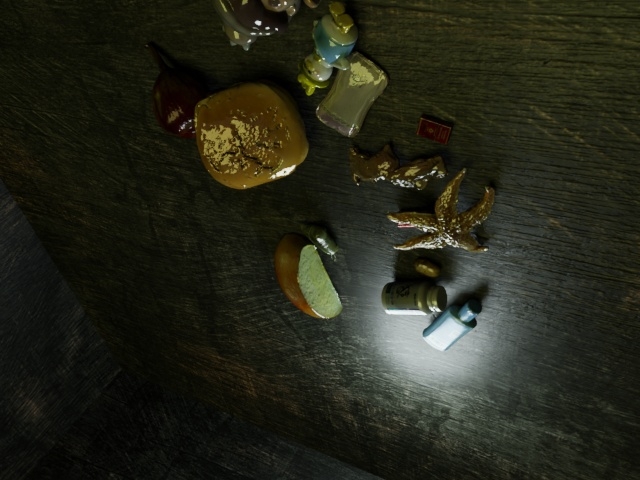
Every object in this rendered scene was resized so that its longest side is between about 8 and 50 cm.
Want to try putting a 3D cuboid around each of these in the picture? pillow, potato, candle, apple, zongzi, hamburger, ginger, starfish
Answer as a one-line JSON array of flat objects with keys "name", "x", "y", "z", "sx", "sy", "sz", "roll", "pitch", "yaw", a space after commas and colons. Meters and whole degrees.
[{"name": "pillow", "x": 0.078, "y": -0.366, "z": 1.357, "sx": 0.131, "sy": 0.038, "sz": 0.232, "roll": 34, "pitch": 138, "yaw": -2}, {"name": "potato", "x": 0.326, "y": 0.083, "z": 1.621, "sx": 0.083, "sy": 0.040, "sz": 0.051, "roll": 24, "pitch": 148, "yaw": 16}, {"name": "candle", "x": 0.261, "y": -0.060, "z": 1.519, "sx": 0.131, "sy": 0.052, "sz": 0.052, "roll": -1, "pitch": 128, "yaw": 36}, {"name": "apple", "x": -0.055, "y": 0.144, "z": 1.884, "sx": 0.179, "sy": 0.254, "sz": 0.346, "roll": -25, "pitch": 120, "yaw": 1}, {"name": "zongzi", "x": 0.000, "y": 0.000, "z": 1.779, "sx": 0.130, "sy": 0.062, "sz": 0.154, "roll": 22, "pitch": 159, "yaw": 48}, {"name": "hamburger", "x": -0.196, "y": -0.294, "z": 1.474, "sx": 0.305, "sy": 0.174, "sz": 0.284, "roll": -17, "pitch": 118, "yaw": 6}, {"name": "ginger", "x": 0.206, "y": -0.196, "z": 1.417, "sx": 0.290, "sy": 0.084, "sz": 0.122, "roll": 10, "pitch": 110, "yaw": 31}, {"name": "starfish", "x": 0.325, "y": -0.047, "z": 1.423, "sx": 0.303, "sy": 0.060, "sz": 0.299, "roll": -14, "pitch": 131, "yaw": 20}]

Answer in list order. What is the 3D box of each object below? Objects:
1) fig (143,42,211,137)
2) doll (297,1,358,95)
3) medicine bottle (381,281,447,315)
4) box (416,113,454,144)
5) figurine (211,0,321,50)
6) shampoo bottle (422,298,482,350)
[{"name": "fig", "x": -0.447, "y": -0.431, "z": 1.561, "sx": 0.290, "sy": 0.190, "sz": 0.190, "roll": 38, "pitch": 140, "yaw": -4}, {"name": "doll", "x": 0.013, "y": -0.451, "z": 1.275, "sx": 0.135, "sy": 0.098, "sz": 0.241, "roll": 36, "pitch": 139, "yaw": -6}, {"name": "medicine bottle", "x": 0.298, "y": 0.184, "z": 1.688, "sx": 0.192, "sy": 0.107, "sz": 0.107, "roll": -5, "pitch": 126, "yaw": 38}, {"name": "box", "x": 0.283, "y": -0.275, "z": 1.314, "sx": 0.082, "sy": 0.023, "sz": 0.051, "roll": 22, "pitch": 138, "yaw": 15}, {"name": "figurine", "x": -0.091, "y": -0.583, "z": 1.159, "sx": 0.381, "sy": 0.203, "sz": 0.248, "roll": -9, "pitch": 131, "yaw": 26}, {"name": "shampoo bottle", "x": 0.432, "y": 0.270, "z": 1.714, "sx": 0.104, "sy": 0.061, "sz": 0.258, "roll": 34, "pitch": 141, "yaw": 3}]
